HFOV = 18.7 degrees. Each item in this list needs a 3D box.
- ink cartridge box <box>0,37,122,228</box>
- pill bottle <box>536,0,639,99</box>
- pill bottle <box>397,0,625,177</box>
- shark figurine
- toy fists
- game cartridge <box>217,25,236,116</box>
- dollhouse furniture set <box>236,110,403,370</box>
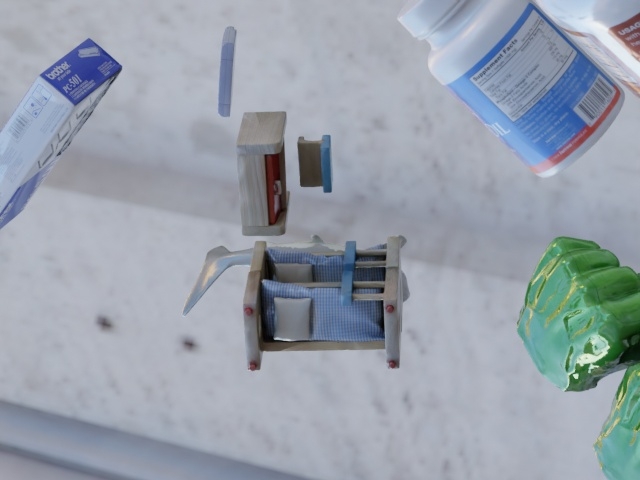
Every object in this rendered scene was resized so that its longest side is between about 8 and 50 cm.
[{"bbox_3d":[-0.268,-0.089,1.800,0.207,0.046,0.097,-49,0,35],"label":"ink cartridge box"},{"bbox_3d":[0.210,-0.164,1.226,0.216,0.121,0.121,36,-115,-37],"label":"pill bottle"},{"bbox_3d":[0.186,-0.178,1.933,0.124,0.221,0.124,-45,9,9],"label":"pill bottle"},{"bbox_3d":[-0.006,0.055,2.235,0.166,0.278,0.116,138,136,-63],"label":"shark figurine"},{"bbox_3d":[0.288,0.120,1.811,0.096,0.279,0.142,-20,-27,-21],"label":"toy fists"},{"bbox_3d":[-0.096,-0.172,2.000,0.056,0.017,0.083,-96,10,-64],"label":"game cartridge"},{"bbox_3d":[0.000,0.000,1.615,0.129,0.129,0.184,-84,-9,-65],"label":"dollhouse furniture set"}]
